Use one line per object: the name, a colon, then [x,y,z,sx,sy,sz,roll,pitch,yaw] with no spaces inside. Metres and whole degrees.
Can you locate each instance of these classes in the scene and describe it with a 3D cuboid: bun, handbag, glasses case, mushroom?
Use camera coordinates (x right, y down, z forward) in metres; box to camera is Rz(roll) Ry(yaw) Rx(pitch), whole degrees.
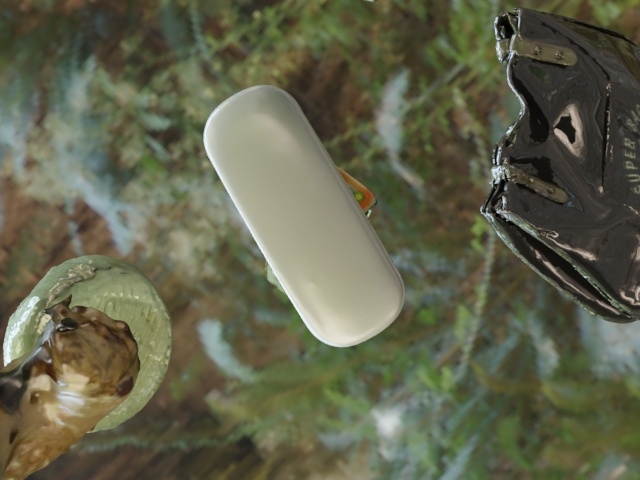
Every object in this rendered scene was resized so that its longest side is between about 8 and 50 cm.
bun: [-0.258,0.109,1.763,0.195,0.195,0.118,29,171,-34]
handbag: [0.292,-0.101,1.816,0.288,0.152,0.342,21,-115,-40]
glasses case: [-0.014,-0.021,1.355,0.233,0.092,0.059,58,-175,3]
mushroom: [-0.271,0.159,1.088,0.254,0.267,0.267,11,-159,7]

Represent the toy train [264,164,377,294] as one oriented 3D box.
toy train: [0.000,0.000,1.553,0.072,0.099,0.188,33,159,11]
